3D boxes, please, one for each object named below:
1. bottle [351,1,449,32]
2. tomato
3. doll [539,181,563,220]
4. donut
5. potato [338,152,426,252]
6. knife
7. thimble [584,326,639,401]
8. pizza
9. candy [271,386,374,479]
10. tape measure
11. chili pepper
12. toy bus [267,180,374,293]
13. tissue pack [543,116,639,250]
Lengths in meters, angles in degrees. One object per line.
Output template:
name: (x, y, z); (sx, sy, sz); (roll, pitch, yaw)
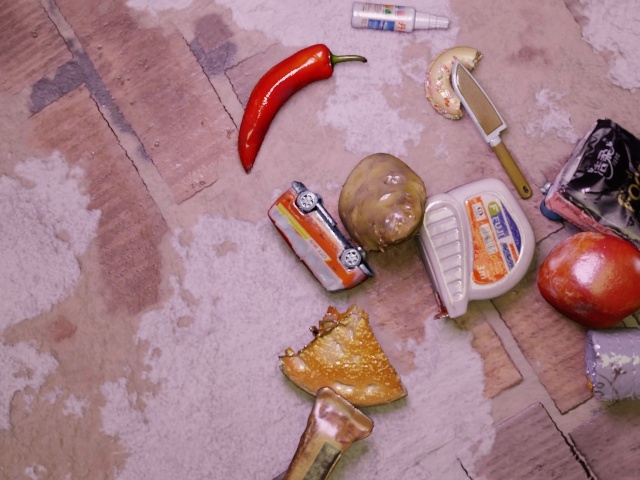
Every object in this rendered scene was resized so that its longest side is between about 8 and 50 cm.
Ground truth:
bottle: (0.178, -0.498, 1.763); (0.217, 0.060, 0.060); (5, 86, 3)
tomato: (0.551, 0.100, 1.615); (0.200, 0.233, 0.139); (39, 47, -2)
doll: (0.516, -0.086, 1.733); (0.076, 0.050, 0.083); (18, 89, 7)
donut: (0.288, -0.362, 1.747); (0.108, 0.065, 0.166); (21, 89, -2)
potato: (0.131, -0.071, 1.636); (0.141, 0.296, 0.192); (35, 103, -21)
knife: (0.378, -0.244, 1.727); (0.061, 0.027, 0.343); (-36, 100, -11)
thimble: (0.627, 0.259, 1.662); (0.117, 0.127, 0.151); (-3, 105, 6)
pizza: (0.057, 0.242, 1.700); (0.289, 0.081, 0.229); (10, 101, 1)
candy: (-0.001, 0.454, 1.673); (0.143, 0.101, 0.271); (30, 95, 1)
tape measure: (0.322, 0.011, 1.694); (0.265, 0.130, 0.258); (-19, 88, -5)
chili pepper: (-0.074, -0.324, 1.757); (0.368, 0.092, 0.137); (-43, 105, 5)
toy bus: (0.000, 0.000, 1.712); (0.120, 0.121, 0.265); (-39, 87, 7)
tissue pack: (0.659, -0.081, 1.656); (0.332, 0.123, 0.245); (34, 60, 3)
